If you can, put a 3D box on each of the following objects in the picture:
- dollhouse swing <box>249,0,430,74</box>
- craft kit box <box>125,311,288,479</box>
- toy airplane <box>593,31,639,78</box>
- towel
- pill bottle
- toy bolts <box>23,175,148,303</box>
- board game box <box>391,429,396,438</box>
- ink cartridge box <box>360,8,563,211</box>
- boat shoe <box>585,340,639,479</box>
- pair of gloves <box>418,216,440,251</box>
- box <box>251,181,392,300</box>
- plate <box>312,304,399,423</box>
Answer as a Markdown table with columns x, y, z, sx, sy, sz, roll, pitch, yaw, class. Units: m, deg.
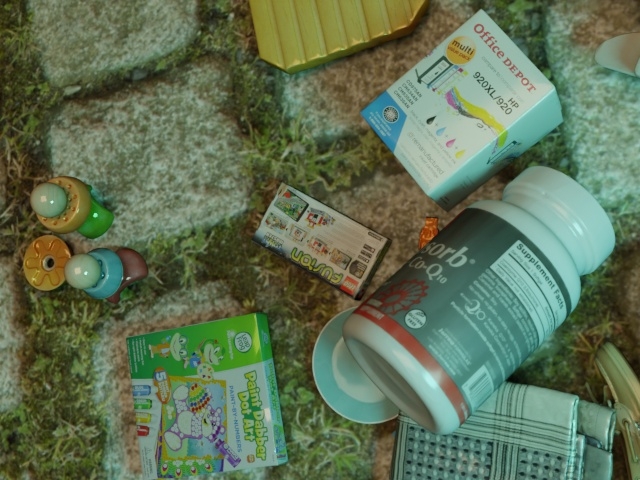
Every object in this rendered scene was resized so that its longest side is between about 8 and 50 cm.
| x | y | z | sx | sy | sz | roll | pitch | yaw | class |
| --- | --- | --- | --- | --- | --- | --- | --- | --- | --- |
| -0.024 | -0.495 | 1.399 | 0.347 | 0.315 | 0.304 | -15 | 59 | 16 | dollhouse swing |
| -0.192 | 0.262 | 1.483 | 0.247 | 0.061 | 0.249 | -12 | 81 | 14 | craft kit box |
| 0.540 | -0.385 | 1.228 | 0.384 | 0.273 | 0.386 | -35 | 81 | 51 | toy airplane |
| 0.242 | 0.351 | 1.265 | 0.324 | 0.056 | 0.312 | 8 | 89 | 32 | towel |
| 0.223 | 0.075 | 1.237 | 0.363 | 0.210 | 0.210 | -42 | 72 | -15 | pill bottle |
| -0.438 | 0.024 | 1.534 | 0.228 | 0.158 | 0.218 | 45 | 99 | 18 | toy bolts |
| 0.200 | 0.288 | 1.362 | 0.154 | 0.026 | 0.103 | -42 | 73 | 10 | board game box |
| 0.216 | -0.188 | 1.335 | 0.233 | 0.168 | 0.171 | -40 | 73 | 10 | ink cartridge box |
| 0.438 | 0.283 | 1.243 | 0.089 | 0.104 | 0.285 | -23 | 79 | 15 | boat shoe |
| 0.196 | 0.002 | 1.404 | 0.083 | 0.010 | 0.074 | 10 | 87 | 18 | pair of gloves |
| 0.000 | 0.000 | 1.455 | 0.207 | 0.036 | 0.114 | 30 | 94 | 19 | box |
| 0.078 | 0.195 | 1.415 | 0.188 | 0.024 | 0.188 | -2 | 82 | 18 | plate |
